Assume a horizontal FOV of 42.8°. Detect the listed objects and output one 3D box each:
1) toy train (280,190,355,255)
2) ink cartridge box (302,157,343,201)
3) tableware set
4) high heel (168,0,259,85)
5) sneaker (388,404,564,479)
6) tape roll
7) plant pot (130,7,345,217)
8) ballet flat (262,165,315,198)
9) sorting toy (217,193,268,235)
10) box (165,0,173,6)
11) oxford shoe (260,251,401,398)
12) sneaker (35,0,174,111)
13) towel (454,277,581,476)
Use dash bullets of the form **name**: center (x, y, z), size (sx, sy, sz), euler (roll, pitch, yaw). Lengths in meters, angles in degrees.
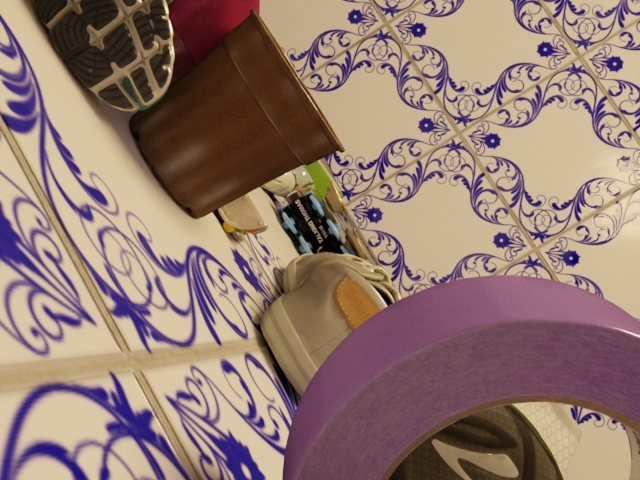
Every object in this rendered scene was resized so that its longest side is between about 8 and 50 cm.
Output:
- **toy train**: center (0.000, 0.000, 1.366), size (0.184, 0.080, 0.105), euler (58, 0, 6)
- **ink cartridge box**: center (-0.073, -0.196, 1.691), size (0.255, 0.097, 0.188), euler (52, 8, -29)
- **tableware set**: center (0.039, -0.021, 1.379), size (0.141, 0.020, 0.168), euler (60, -8, 5)
- **high heel**: center (-0.102, -0.192, 1.013), size (0.127, 0.181, 0.377), euler (59, 6, 8)
- **sneaker**: center (0.211, 0.340, 0.826), size (0.482, 0.185, 0.202), euler (56, 2, -7)
- **tape roll**: center (0.113, 0.163, 0.491), size (0.274, 0.275, 0.090), euler (56, 5, -11)
- **plant pot**: center (-0.088, -0.116, 0.822), size (0.167, 0.165, 0.167), euler (56, 7, -10)
- **ballet flat**: center (-0.095, -0.138, 1.385), size (0.221, 0.077, 0.079), euler (51, 26, -16)
- **sorting toy**: center (-0.095, -0.034, 0.953), size (0.083, 0.045, 0.075), euler (59, -1, 13)
- **box**: center (-0.172, -0.358, 0.841), size (0.044, 0.159, 0.233), euler (20, -23, 14)
- **oxford shoe**: center (0.032, 0.082, 0.972), size (0.169, 0.130, 0.449), euler (56, 5, -1)
- **sneaker**: center (-0.212, -0.235, 0.768), size (0.275, 0.107, 0.110), euler (59, -3, 15)
- **towel**: center (0.216, 0.263, 1.054), size (0.331, 0.053, 0.317), euler (54, 47, -20)
